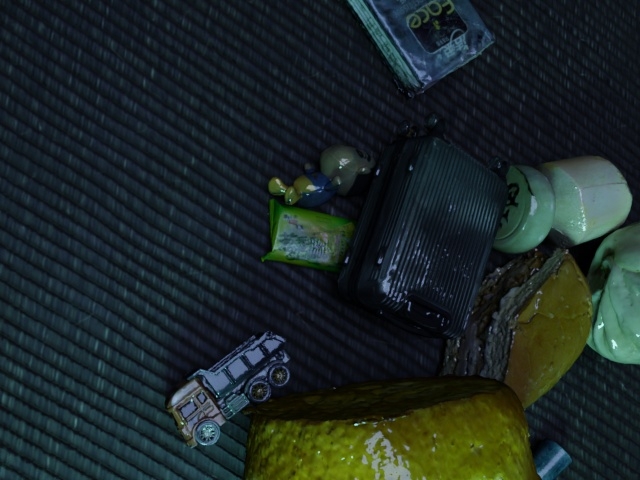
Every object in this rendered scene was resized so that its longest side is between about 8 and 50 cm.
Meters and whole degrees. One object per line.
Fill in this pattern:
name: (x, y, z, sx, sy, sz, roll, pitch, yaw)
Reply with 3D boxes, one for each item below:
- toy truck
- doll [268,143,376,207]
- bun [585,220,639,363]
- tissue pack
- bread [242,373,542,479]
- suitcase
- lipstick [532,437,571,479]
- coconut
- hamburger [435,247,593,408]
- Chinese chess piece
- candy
toy truck: (-0.128, 0.202, 0.964, 0.192, 0.083, 0.092, -36, 94, -19)
doll: (0.013, -0.101, 1.048, 0.179, 0.102, 0.089, -17, 121, -29)
bun: (0.512, 0.075, 1.088, 0.160, 0.259, 0.259, 23, 76, -18)
tissue pack: (0.156, -0.378, 1.134, 0.173, 0.073, 0.236, -34, 92, -17)
bread: (0.092, 0.293, 0.868, 0.398, 0.398, 0.215, -5, 84, -17)
suitcase: (0.162, -0.014, 1.040, 0.202, 0.128, 0.312, 27, 74, -28)
lipstick: (0.300, 0.412, 1.078, 0.234, 0.053, 0.053, -39, 94, -16)
coconut: (0.414, -0.062, 1.130, 0.152, 0.147, 0.147, -15, 87, -16)
hamburger: (0.309, 0.148, 1.069, 0.245, 0.155, 0.282, 3, 87, -24)
Chinese chess piece: (0.310, -0.050, 1.095, 0.058, 0.144, 0.144, 10, 80, -24)
candy: (0.000, 0.000, 1.056, 0.178, 0.032, 0.102, 12, 79, -15)
